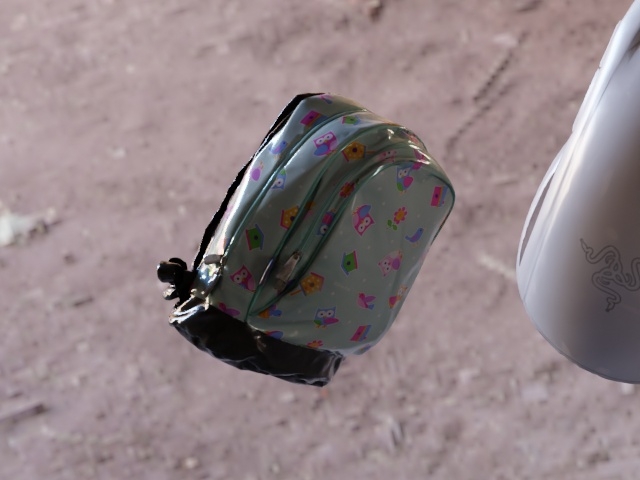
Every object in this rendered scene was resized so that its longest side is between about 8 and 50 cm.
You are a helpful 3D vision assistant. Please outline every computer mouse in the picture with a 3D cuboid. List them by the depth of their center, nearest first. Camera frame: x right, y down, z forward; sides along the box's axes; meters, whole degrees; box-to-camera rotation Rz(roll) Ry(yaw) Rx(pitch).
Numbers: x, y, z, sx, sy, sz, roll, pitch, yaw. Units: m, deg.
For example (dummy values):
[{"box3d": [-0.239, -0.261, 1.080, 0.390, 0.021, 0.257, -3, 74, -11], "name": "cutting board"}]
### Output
[{"box3d": [0.113, -0.047, 0.497, 0.106, 0.193, 0.042, 30, 11, 13], "name": "computer mouse"}]

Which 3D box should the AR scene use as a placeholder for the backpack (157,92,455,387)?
[{"box3d": [0.000, 0.000, 1.241, 0.115, 0.152, 0.182, 34, 99, 32], "name": "backpack"}]
